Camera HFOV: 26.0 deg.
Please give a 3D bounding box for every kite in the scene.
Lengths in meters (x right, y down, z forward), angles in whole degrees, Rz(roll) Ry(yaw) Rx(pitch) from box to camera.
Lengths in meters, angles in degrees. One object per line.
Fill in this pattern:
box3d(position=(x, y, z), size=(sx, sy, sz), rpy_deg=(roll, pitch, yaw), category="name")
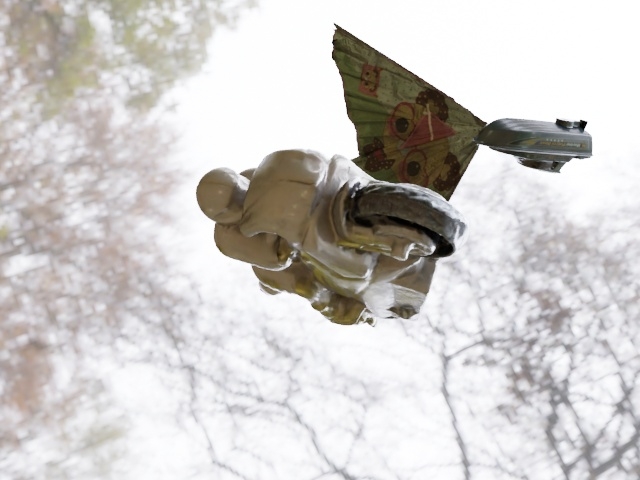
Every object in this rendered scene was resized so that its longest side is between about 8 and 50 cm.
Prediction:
box3d(position=(0.082, -0.102, 1.579), size=(0.268, 0.013, 0.323), rpy_deg=(-15, -90, 39), category="kite")

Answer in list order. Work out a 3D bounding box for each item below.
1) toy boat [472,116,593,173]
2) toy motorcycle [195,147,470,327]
box3d(position=(0.220, -0.104, 1.473), size=(0.055, 0.141, 0.060), rpy_deg=(31, -64, 57), category="toy boat")
box3d(position=(0.000, 0.000, 1.192), size=(0.223, 0.108, 0.340), rpy_deg=(17, -16, 1), category="toy motorcycle")
